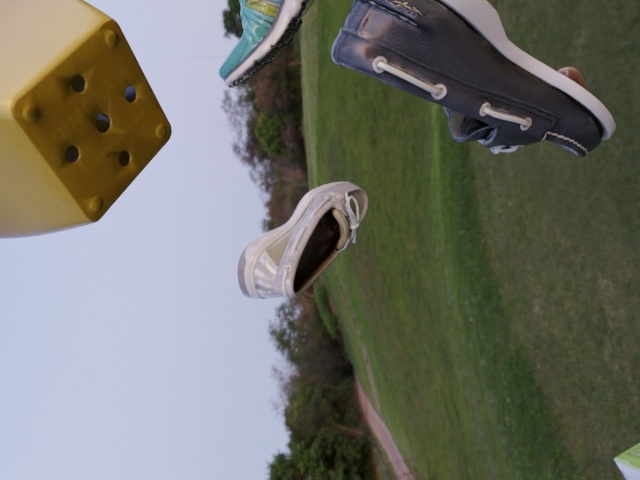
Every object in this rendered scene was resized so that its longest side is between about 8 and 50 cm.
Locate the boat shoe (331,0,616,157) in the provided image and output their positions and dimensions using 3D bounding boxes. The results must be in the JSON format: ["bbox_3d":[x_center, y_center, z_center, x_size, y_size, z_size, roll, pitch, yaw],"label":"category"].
[{"bbox_3d":[0.134,-0.126,0.520,0.091,0.302,0.114,-60,33,13],"label":"boat shoe"}]

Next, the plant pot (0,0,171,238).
[{"bbox_3d":[-0.282,-0.126,0.625,0.212,0.187,0.212,-59,-32,-32],"label":"plant pot"}]

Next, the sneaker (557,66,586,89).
[{"bbox_3d":[0.551,-0.284,1.360,0.071,0.066,0.188,-72,-33,-48],"label":"sneaker"}]

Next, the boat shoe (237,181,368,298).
[{"bbox_3d":[-0.001,-0.002,0.995,0.320,0.103,0.118,-37,-52,-48],"label":"boat shoe"}]

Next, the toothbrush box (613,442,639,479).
[{"bbox_3d":[0.564,0.278,0.786,0.122,0.283,0.206,60,174,6],"label":"toothbrush box"}]

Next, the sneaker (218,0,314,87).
[{"bbox_3d":[-0.075,-0.352,0.914,0.275,0.110,0.107,-55,3,19],"label":"sneaker"}]
